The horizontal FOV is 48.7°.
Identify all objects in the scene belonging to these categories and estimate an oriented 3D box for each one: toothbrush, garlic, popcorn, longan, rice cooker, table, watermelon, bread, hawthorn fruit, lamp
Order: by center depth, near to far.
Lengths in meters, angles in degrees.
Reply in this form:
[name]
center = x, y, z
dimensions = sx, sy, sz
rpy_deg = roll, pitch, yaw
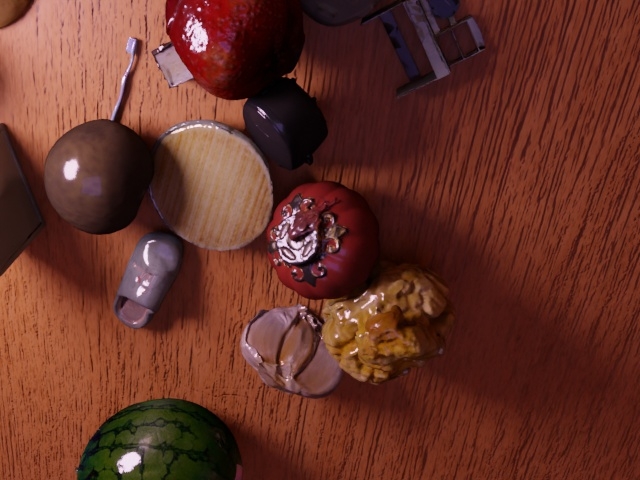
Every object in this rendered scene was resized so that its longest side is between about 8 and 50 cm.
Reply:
[hawthorn fruit]
center = -0.147, -0.366, 1.112
dimensions = 0.210, 0.230, 0.266
rpy_deg = -37, 84, 31
[table]
center = 0.180, -0.353, 1.219
dimensions = 0.175, 0.062, 0.146
rpy_deg = -24, 114, 17
[rice cooker]
center = -0.059, -0.203, 1.241
dimensions = 0.142, 0.203, 0.118
rpy_deg = 44, 85, 10
[longan]
center = -0.410, -0.118, 1.299
dimensions = 0.198, 0.198, 0.212
rpy_deg = 32, 116, -14
[toothbrush]
center = -0.368, -0.282, 1.306
dimensions = 0.019, 0.013, 0.193
rpy_deg = 22, 116, -2
[lamp]
center = 0.000, 0.000, 1.323
dimensions = 0.226, 0.227, 0.227
rpy_deg = 1, 118, 2
[bread]
center = -0.208, -0.105, 1.350
dimensions = 0.266, 0.040, 0.267
rpy_deg = 6, 113, 14
[popcorn]
center = 0.139, 0.160, 1.366
dimensions = 0.264, 0.332, 0.225
rpy_deg = -30, 93, -7
[garlic]
center = -0.059, 0.247, 1.508
dimensions = 0.229, 0.178, 0.143
rpy_deg = 30, 148, 6
[watermelon]
center = -0.352, 0.514, 1.544
dimensions = 0.362, 0.363, 0.364
rpy_deg = 1, 118, 2

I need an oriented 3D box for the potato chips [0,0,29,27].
[potato chips]
center = -0.602, -0.452, 1.203
dimensions = 0.207, 0.062, 0.196
rpy_deg = 10, 120, -5

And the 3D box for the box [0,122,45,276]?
[box]
center = -0.646, -0.068, 1.312
dimensions = 0.117, 0.225, 0.225
rpy_deg = -9, 116, 7

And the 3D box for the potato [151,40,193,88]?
[potato]
center = -0.225, -0.327, 1.251
dimensions = 0.122, 0.061, 0.086
rpy_deg = -21, 114, 11

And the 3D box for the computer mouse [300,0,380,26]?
[computer mouse]
center = -0.023, -0.498, 1.134
dimensions = 0.197, 0.095, 0.331
rpy_deg = -25, 124, 32

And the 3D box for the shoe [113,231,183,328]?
[shoe]
center = -0.363, 0.097, 1.457
dimensions = 0.103, 0.100, 0.251
rpy_deg = 24, 119, -9
